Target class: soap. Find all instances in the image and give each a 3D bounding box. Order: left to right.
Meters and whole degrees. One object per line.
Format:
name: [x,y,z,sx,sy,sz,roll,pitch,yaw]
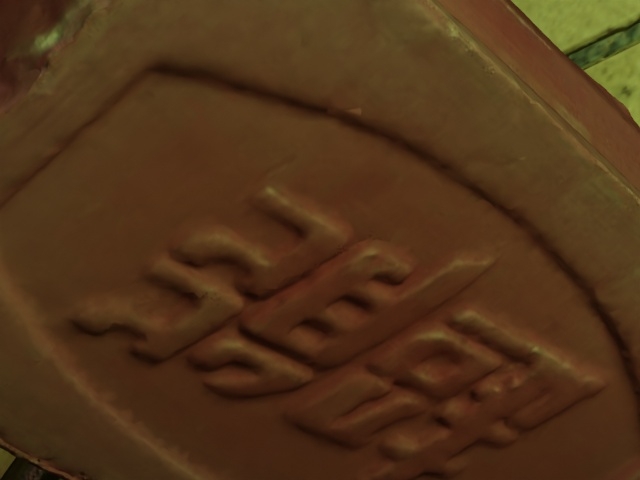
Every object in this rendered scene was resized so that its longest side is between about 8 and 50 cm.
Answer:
soap: [0.000,0.000,0.668,0.233,0.359,0.128,-40,40,16]

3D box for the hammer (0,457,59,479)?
hammer: [-0.071,0.011,0.995,0.365,0.043,0.111,-54,40,4]
